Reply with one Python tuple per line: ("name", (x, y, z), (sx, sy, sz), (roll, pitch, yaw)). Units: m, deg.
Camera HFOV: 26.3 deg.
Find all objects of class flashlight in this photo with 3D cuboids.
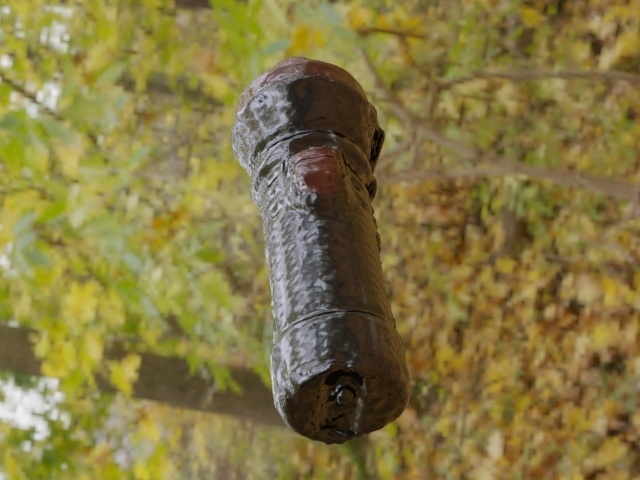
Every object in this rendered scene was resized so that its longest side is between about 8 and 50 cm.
("flashlight", (0.000, 0.000, 0.752), (0.232, 0.093, 0.093), (-98, 15, -45))
